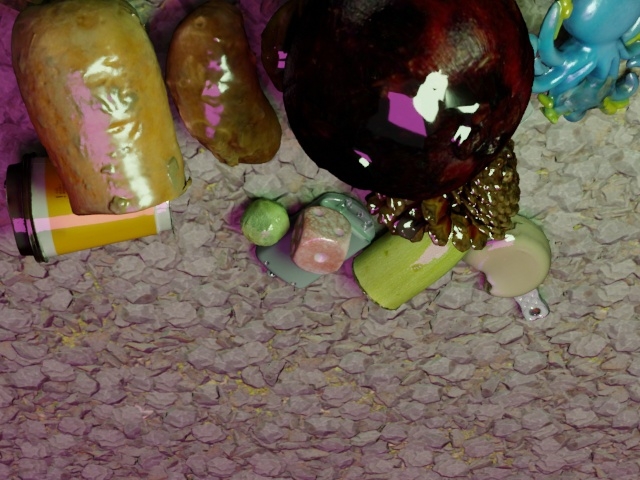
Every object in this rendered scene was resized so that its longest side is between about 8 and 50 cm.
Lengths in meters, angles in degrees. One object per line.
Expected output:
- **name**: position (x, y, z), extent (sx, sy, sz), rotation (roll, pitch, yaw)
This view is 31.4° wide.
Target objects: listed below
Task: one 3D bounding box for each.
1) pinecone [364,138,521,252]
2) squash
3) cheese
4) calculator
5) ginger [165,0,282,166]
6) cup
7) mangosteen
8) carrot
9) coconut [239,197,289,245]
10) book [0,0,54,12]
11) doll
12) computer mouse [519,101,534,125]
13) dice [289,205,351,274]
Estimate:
- **pinecone**: position (0.202, -0.089, 1.936), extent (0.246, 0.246, 0.292), rotation (38, 149, -31)
- **squash**: position (0.186, 0.013, 2.110), extent (0.132, 0.132, 0.247), rotation (32, 123, -28)
- **cheese**: position (0.377, 0.066, 2.199), extent (0.163, 0.082, 0.286), rotation (-17, 132, 15)
- **calculator**: position (-0.012, 0.004, 2.151), extent (0.246, 0.045, 0.141), rotation (-36, 123, 26)
- **ginger**: position (-0.164, -0.231, 1.853), extent (0.165, 0.172, 0.321), rotation (23, 147, 33)
- **cup**: position (-0.402, -0.067, 1.990), extent (0.279, 0.196, 0.196), rotation (-7, 133, -8)
- **mangosteen**: position (0.098, -0.241, 1.673), extent (0.421, 0.381, 0.381), rotation (5, 140, 34)
- **carrot**: position (-0.347, -0.212, 1.776), extent (0.224, 0.224, 0.341), rotation (-11, 106, 8)
- **coconut**: position (-0.099, -0.036, 2.088), extent (0.088, 0.096, 0.088), rotation (26, 149, 17)
- **book**: position (-0.445, -0.452, 1.730), extent (0.160, 0.024, 0.228), rotation (24, 127, -25)
- **doll**: position (0.439, -0.324, 1.807), extent (0.346, 0.099, 0.341), rotation (-15, 143, -21)
- **computer mouse**: position (0.274, -0.252, 1.907), extent (0.128, 0.079, 0.231), rotation (-20, 134, 21)
- **dice**: position (0.000, 0.000, 2.056), extent (0.094, 0.091, 0.093), rotation (14, 130, -14)
